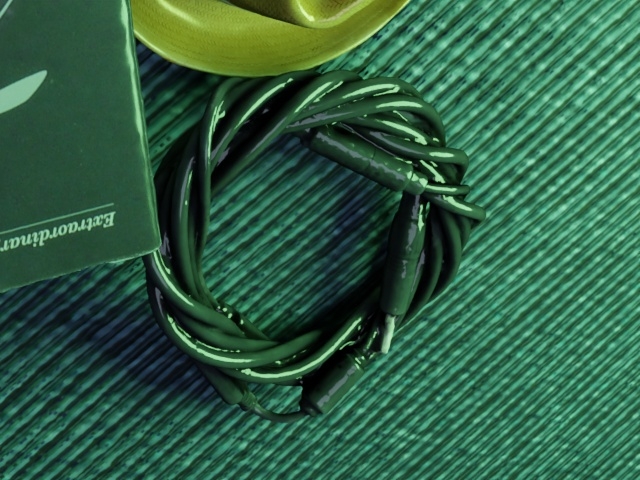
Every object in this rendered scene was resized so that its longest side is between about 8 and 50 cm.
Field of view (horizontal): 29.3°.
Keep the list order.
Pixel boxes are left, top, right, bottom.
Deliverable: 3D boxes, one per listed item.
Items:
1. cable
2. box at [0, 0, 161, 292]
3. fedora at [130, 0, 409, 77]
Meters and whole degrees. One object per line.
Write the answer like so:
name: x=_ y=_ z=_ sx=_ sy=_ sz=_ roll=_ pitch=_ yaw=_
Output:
cable: x=0.000 y=0.000 z=0.519 sx=0.150 sy=0.047 sz=0.184 roll=-33 pitch=136 yaw=-5
box: x=-0.145 y=-0.085 z=0.365 sx=0.153 sy=0.108 sz=0.207 roll=-15 pitch=124 yaw=-22
fedora: x=0.001 y=-0.140 z=0.433 sx=0.194 sy=0.079 sz=0.194 roll=-14 pitch=123 yaw=-22
